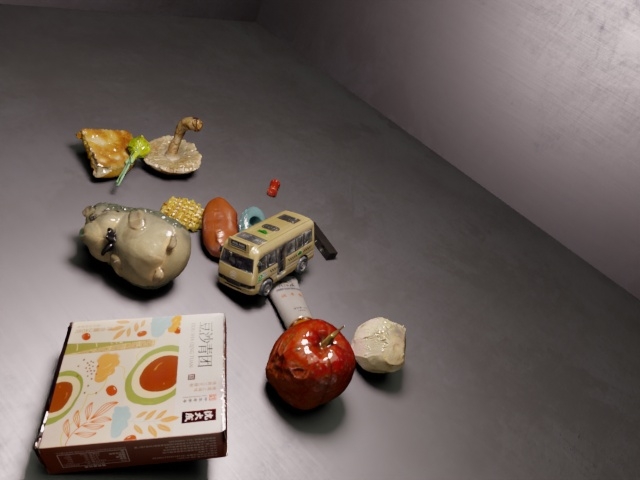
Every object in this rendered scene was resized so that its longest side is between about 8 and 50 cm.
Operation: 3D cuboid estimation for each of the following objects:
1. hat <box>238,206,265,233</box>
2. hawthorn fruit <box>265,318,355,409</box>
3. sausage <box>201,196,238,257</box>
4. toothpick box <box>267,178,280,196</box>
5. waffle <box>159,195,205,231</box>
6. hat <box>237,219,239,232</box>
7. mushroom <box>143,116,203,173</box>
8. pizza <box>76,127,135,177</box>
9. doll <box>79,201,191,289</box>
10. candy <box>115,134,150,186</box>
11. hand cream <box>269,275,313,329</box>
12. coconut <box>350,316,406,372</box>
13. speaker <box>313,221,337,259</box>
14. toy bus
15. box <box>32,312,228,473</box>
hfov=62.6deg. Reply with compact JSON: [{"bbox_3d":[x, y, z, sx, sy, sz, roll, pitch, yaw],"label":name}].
[{"bbox_3d":[-0.262,-0.031,1.972,0.138,0.078,0.190,38,45,-50],"label":"hat"},{"bbox_3d":[-0.030,0.350,1.498,0.259,0.261,0.258,0,69,0],"label":"hawthorn fruit"},{"bbox_3d":[-0.363,-0.048,1.888,0.133,0.133,0.258,11,46,-23],"label":"sausage"},{"bbox_3d":[-0.207,-0.230,2.318,0.047,0.047,0.083,22,35,-7],"label":"toothpick box"},{"bbox_3d":[-0.502,-0.097,1.947,0.191,0.038,0.191,19,34,-13],"label":"waffle"},{"bbox_3d":[-0.309,-0.050,2.024,0.058,0.042,0.087,32,0,-2],"label":"hat"},{"bbox_3d":[-0.553,-0.394,2.095,0.233,0.302,0.208,53,17,23],"label":"mushroom"},{"bbox_3d":[-0.817,-0.345,2.003,0.226,0.086,0.335,31,32,-19],"label":"pizza"},{"bbox_3d":[-0.571,0.001,1.600,0.350,0.247,0.247,26,32,21],"label":"doll"},{"bbox_3d":[-0.705,-0.291,1.948,0.077,0.073,0.261,-4,47,14],"label":"candy"},{"bbox_3d":[-0.094,0.221,1.775,0.140,0.089,0.314,-1,34,-29],"label":"hand cream"},{"bbox_3d":[0.191,0.345,1.717,0.195,0.194,0.194,18,35,-13],"label":"coconut"},{"bbox_3d":[0.000,0.000,2.159,0.046,0.040,0.191,-4,45,-39],"label":"speaker"},{"bbox_3d":[-0.180,0.035,1.810,0.177,0.201,0.365,20,30,27],"label":"toy bus"},{"bbox_3d":[-0.418,0.345,1.250,0.386,0.122,0.344,-2,41,-9],"label":"box"}]
